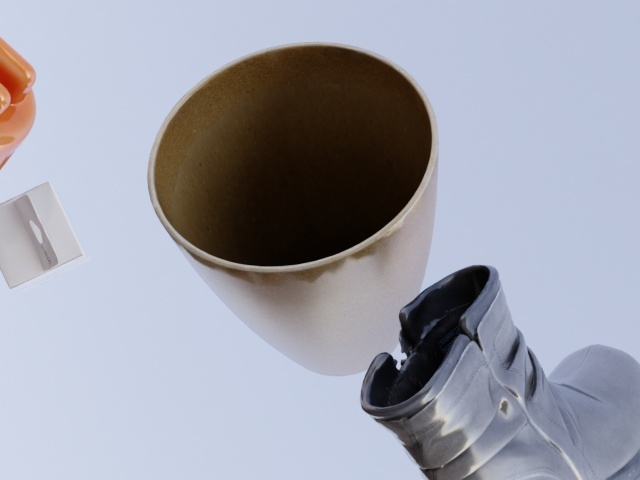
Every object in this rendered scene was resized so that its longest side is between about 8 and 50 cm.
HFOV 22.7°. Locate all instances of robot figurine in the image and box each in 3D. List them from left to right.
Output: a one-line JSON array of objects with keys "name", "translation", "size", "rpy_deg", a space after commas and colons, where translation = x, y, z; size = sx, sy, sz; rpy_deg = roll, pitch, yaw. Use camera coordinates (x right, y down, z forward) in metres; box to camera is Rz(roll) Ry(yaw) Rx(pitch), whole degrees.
[{"name": "robot figurine", "translation": [-0.343, -0.101, 1.447], "size": [0.219, 0.128, 0.158], "rpy_deg": [-42, -134, 43]}]

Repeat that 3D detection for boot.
[{"name": "boot", "translation": [0.159, 0.109, 1.223], "size": [0.118, 0.338, 0.223], "rpy_deg": [-15, -71, 29]}]

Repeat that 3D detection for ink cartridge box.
[{"name": "ink cartridge box", "translation": [-0.316, -0.003, 1.756], "size": [0.092, 0.090, 0.143], "rpy_deg": [64, -5, 2]}]

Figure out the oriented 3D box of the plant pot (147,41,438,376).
[{"name": "plant pot", "translation": [0.000, 0.000, 1.368], "size": [0.237, 0.237, 0.254], "rpy_deg": [23, -27, 27]}]
